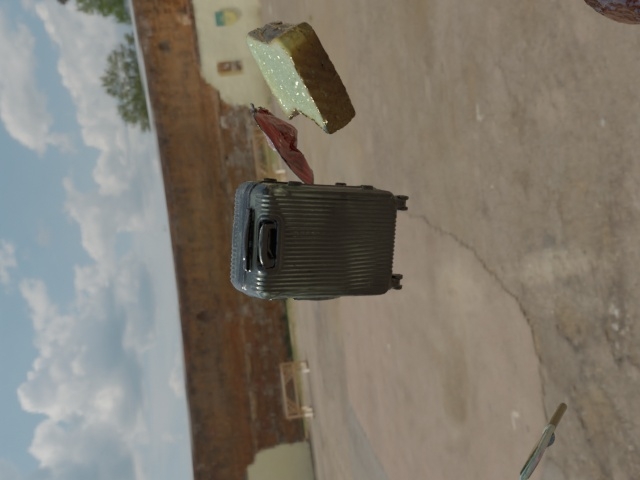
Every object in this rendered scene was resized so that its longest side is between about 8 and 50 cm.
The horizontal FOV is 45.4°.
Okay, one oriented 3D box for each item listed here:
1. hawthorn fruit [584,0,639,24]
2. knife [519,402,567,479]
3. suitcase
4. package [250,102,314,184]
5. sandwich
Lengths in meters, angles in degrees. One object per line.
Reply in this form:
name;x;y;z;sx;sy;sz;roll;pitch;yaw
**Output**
hawthorn fruit;0.480;-0.451;1.189;0.230;0.266;0.210;31;-100;-62
knife;0.413;0.370;1.407;0.061;0.027;0.343;-61;-19;18
suitcase;0.000;0.000;1.305;0.128;0.312;0.202;12;100;56
package;-0.087;-0.228;1.713;0.194;0.071;0.269;38;-172;-19
sandwich;-0.037;-0.280;1.299;0.186;0.065;0.215;60;168;-29
